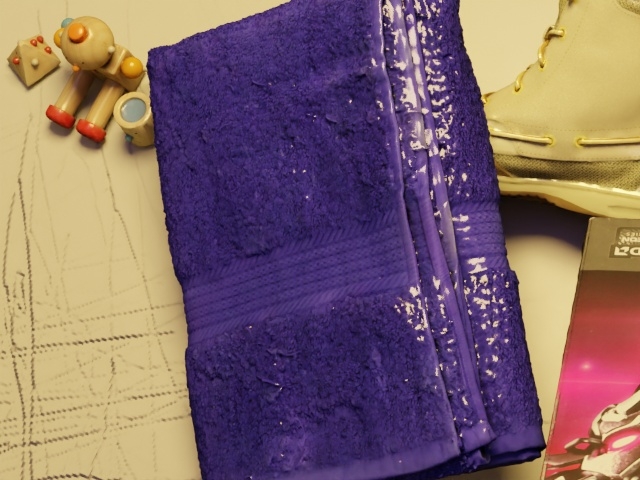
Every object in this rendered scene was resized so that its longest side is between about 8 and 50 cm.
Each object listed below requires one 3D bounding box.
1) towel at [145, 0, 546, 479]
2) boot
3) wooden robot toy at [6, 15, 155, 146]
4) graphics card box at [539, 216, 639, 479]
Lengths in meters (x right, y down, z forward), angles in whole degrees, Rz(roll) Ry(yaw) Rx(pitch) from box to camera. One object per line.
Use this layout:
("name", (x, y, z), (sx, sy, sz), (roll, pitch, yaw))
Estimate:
("towel", (0.000, 0.000, 1.004), (0.228, 0.076, 0.308), (-15, 76, 27))
("boot", (0.137, -0.108, 1.028), (0.213, 0.077, 0.165), (14, 109, 15))
("wooden robot toy", (-0.149, -0.113, 1.128), (0.173, 0.079, 0.076), (23, 76, 19))
("graphics card box", (0.230, 0.136, 0.858), (0.233, 0.094, 0.371), (3, 38, 16))
